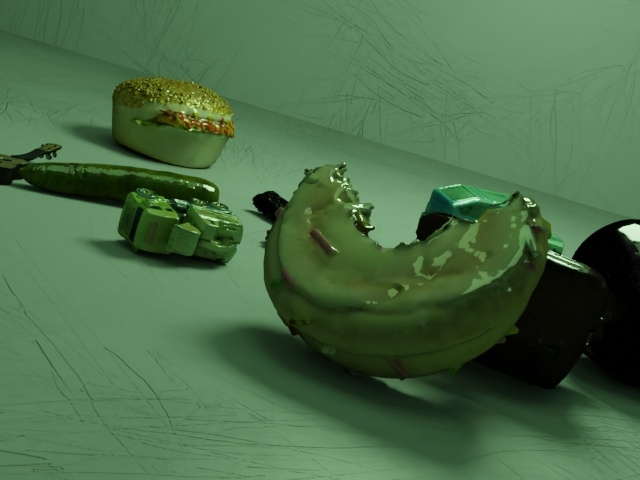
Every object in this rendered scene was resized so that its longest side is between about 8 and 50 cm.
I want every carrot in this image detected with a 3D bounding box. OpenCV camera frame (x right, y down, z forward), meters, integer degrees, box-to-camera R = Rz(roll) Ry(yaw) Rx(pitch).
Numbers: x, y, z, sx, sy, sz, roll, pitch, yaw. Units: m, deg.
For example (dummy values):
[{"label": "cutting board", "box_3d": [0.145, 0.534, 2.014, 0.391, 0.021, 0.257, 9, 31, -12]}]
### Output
[{"label": "carrot", "box_3d": [-0.349, -0.097, 1.986, 0.358, 0.074, 0.074, 8, 14, -24]}]

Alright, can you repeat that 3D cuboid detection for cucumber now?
[{"label": "cucumber", "box_3d": [-0.067, -0.051, 2.185, 0.053, 0.053, 0.181, 6, 18, -40]}]

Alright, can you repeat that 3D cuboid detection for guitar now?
[{"label": "guitar", "box_3d": [-0.533, -0.140, 2.005, 0.083, 0.038, 0.271, 18, 15, 9]}]

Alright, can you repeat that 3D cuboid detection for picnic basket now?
[{"label": "picnic basket", "box_3d": [0.248, 0.097, 1.613, 0.296, 0.129, 0.222, 22, -27, 24]}]

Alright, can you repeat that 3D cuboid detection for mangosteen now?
[{"label": "mangosteen", "box_3d": [0.497, 0.108, 1.793, 0.275, 0.275, 0.302, 12, -23, -19]}]

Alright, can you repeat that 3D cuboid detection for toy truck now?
[{"label": "toy truck", "box_3d": [0.343, -0.011, 2.261, 0.278, 0.156, 0.155, 10, 16, -19]}, {"label": "toy truck", "box_3d": [-0.207, -0.012, 1.753, 0.191, 0.085, 0.116, 10, 18, -34]}]

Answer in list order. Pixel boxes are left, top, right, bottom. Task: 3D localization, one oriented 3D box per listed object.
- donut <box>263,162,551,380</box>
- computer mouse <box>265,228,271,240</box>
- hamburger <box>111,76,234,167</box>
[{"label": "donut", "box_3d": [0.100, 0.045, 1.465, 0.371, 0.150, 0.307, 10, 47, 22]}, {"label": "computer mouse", "box_3d": [0.000, 0.000, 2.006, 0.192, 0.062, 0.106, 15, 12, -10]}, {"label": "hamburger", "box_3d": [-0.333, -0.280, 2.556, 0.276, 0.179, 0.294, 2, 19, -46]}]
